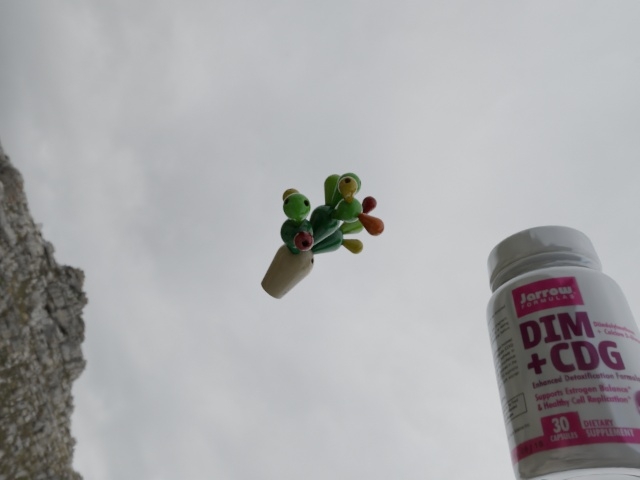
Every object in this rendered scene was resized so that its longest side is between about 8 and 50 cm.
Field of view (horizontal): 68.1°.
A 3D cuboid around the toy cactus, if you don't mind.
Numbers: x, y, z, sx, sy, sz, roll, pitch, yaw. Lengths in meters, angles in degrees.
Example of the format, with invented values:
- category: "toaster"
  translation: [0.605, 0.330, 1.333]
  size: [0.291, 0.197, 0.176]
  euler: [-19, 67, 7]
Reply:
- category: "toy cactus"
  translation: [0.000, 0.000, 0.581]
  size: [0.112, 0.219, 0.181]
  euler: [40, -77, 9]

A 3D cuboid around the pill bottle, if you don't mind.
- category: "pill bottle"
  translation: [0.283, 0.131, 0.549]
  size: [0.160, 0.160, 0.283]
  euler: [125, -23, -46]
